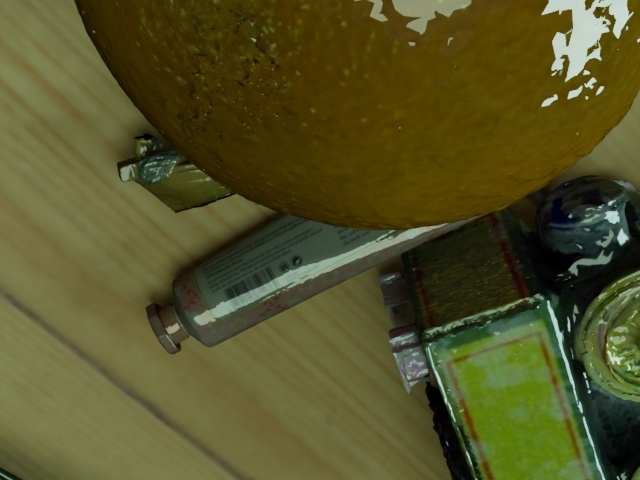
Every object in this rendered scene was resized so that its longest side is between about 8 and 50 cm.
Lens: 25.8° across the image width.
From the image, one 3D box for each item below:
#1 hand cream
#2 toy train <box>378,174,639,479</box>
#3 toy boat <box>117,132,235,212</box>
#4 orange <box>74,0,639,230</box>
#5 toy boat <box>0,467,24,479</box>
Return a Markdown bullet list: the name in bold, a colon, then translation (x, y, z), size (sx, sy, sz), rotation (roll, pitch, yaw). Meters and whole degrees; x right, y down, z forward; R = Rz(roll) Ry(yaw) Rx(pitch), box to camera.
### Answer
- **hand cream**: translation (0.000, 0.000, 0.780), size (0.209, 0.067, 0.043), rotation (-28, 158, 3)
- **toy train**: translation (0.149, 0.086, 0.810), size (0.177, 0.134, 0.261), rotation (-19, 117, 6)
- **toy boat**: translation (-0.036, -0.057, 0.746), size (0.149, 0.047, 0.049), rotation (-22, 104, -5)
- **orange**: translation (0.020, -0.139, 0.595), size (0.274, 0.274, 0.274), rotation (-5, 116, -10)
- **toy boat**: translation (-0.252, 0.164, 0.766), size (0.319, 0.092, 0.141), rotation (33, 79, -17)
